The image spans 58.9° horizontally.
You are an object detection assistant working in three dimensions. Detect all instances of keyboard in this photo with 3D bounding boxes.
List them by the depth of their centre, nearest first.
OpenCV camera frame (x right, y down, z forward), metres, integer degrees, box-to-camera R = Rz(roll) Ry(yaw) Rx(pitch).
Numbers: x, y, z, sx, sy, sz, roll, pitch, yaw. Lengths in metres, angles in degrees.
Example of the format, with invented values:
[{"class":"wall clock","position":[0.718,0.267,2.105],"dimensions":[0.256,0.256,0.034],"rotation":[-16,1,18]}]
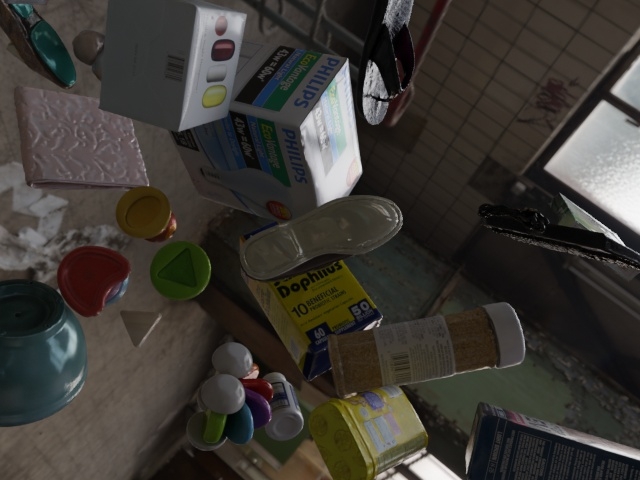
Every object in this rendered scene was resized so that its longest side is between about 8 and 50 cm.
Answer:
[{"class":"keyboard","position":[0.359,-0.012,0.930],"dimensions":[0.033,0.202,0.317],"rotation":[-65,-163,0]}]

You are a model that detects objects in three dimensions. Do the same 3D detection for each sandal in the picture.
[{"class":"sandal","position":[0.191,-0.503,1.509],"dimensions":[0.167,0.107,0.445],"rotation":[-32,143,-43]}]

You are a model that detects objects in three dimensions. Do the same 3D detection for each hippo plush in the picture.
[{"class":"hippo plush","position":[-0.421,-0.503,1.385],"dimensions":[0.236,0.234,0.294],"rotation":[-49,-174,27]}]

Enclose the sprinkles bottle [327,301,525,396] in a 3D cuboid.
[{"class":"sprinkles bottle","position":[0.195,0.206,1.078],"dimensions":[0.356,0.121,0.121],"rotation":[-10,167,0]}]

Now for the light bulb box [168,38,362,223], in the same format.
[{"class":"light bulb box","position":[-0.124,-0.238,1.290],"dimensions":[0.225,0.361,0.358],"rotation":[-60,155,-29]}]

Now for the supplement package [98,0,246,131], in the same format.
[{"class":"supplement package","position":[-0.243,-0.306,0.952],"dimensions":[0.203,0.149,0.194],"rotation":[-54,161,-66]}]

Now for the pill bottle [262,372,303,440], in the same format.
[{"class":"pill bottle","position":[-0.105,0.409,1.422],"dimensions":[0.094,0.094,0.169],"rotation":[-54,-155,12]}]

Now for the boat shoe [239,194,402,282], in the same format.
[{"class":"boat shoe","position":[0.000,0.000,1.099],"dimensions":[0.324,0.116,0.097],"rotation":[-20,170,-13]}]

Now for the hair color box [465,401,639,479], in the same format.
[{"class":"hair color box","position":[0.404,0.351,0.857],"dimensions":[0.174,0.347,0.105],"rotation":[35,70,-74]}]

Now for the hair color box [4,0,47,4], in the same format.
[{"class":"hair color box","position":[-0.494,-0.469,0.943],"dimensions":[0.072,0.043,0.141],"rotation":[-18,149,-41]}]

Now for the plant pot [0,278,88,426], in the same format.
[{"class":"plant pot","position":[-0.632,0.206,1.181],"dimensions":[0.293,0.293,0.196],"rotation":[-37,154,-55]}]

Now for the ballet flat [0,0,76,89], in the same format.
[{"class":"ballet flat","position":[-0.675,-0.479,1.273],"dimensions":[0.107,0.106,0.316],"rotation":[-74,150,-48]}]

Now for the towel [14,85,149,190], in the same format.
[{"class":"towel","position":[-0.667,-0.276,1.582],"dimensions":[0.317,0.331,0.053],"rotation":[1,146,-39]}]

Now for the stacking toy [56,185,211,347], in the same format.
[{"class":"stacking toy","position":[-0.401,0.069,1.286],"dimensions":[0.309,0.279,0.130],"rotation":[-46,173,-10]}]

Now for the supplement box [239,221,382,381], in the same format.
[{"class":"supplement box","position":[-0.036,0.132,1.427],"dimensions":[0.194,0.356,0.195],"rotation":[-26,153,-21]}]

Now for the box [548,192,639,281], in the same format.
[{"class":"box","position":[0.802,-0.020,1.681],"dimensions":[0.058,0.232,0.322],"rotation":[-54,178,22]}]

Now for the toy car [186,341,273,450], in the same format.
[{"class":"toy car","position":[-0.153,0.290,1.025],"dimensions":[0.182,0.136,0.159],"rotation":[-84,-163,-59]}]

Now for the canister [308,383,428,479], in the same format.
[{"class":"canister","position":[0.078,0.293,0.865],"dimensions":[0.170,0.126,0.073],"rotation":[1,142,-49]}]
